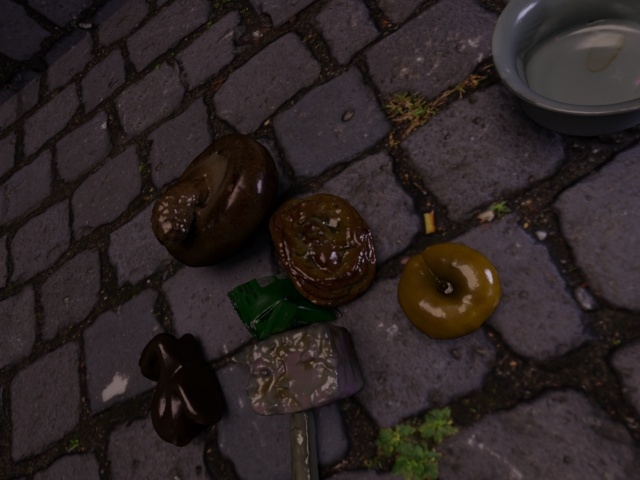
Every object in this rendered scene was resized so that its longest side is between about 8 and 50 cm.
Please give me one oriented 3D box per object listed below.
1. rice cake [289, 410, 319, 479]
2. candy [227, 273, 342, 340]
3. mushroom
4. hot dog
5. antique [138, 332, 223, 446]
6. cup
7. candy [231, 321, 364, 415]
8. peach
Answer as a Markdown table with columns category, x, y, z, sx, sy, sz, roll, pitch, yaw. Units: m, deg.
| category | x | y | z | sx | sy | sz | roll | pitch | yaw |
| --- | --- | --- | --- | --- | --- | --- | --- | --- | --- |
| rice cake | -0.027 | 0.444 | 0.738 | 0.052 | 0.057 | 0.257 | -3 | 67 | -4 |
| candy | -0.070 | 0.125 | 0.832 | 0.141 | 0.203 | 0.078 | 62 | 145 | 24 |
| mushroom | -0.244 | -0.093 | 0.964 | 0.344 | 0.239 | 0.346 | -12 | 45 | 12 |
| hot dog | 0.000 | 0.000 | 0.861 | 0.195 | 0.122 | 0.273 | -17 | 59 | -11 |
| antique | -0.322 | 0.316 | 0.902 | 0.143 | 0.121 | 0.257 | -42 | 65 | 16 |
| cup | 0.498 | -0.328 | 0.733 | 0.346 | 0.163 | 0.348 | -10 | 66 | 23 |
| candy | -0.030 | 0.238 | 0.751 | 0.184 | 0.195 | 0.137 | -18 | 68 | 14 |
| peach | 0.226 | 0.086 | 0.734 | 0.179 | 0.103 | 0.180 | -11 | 63 | 23 |
